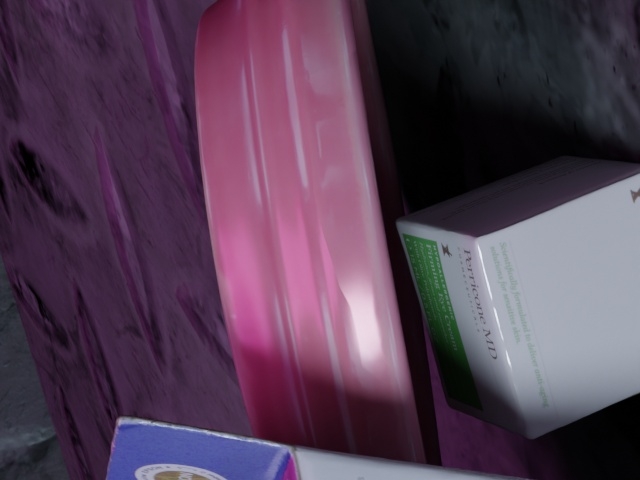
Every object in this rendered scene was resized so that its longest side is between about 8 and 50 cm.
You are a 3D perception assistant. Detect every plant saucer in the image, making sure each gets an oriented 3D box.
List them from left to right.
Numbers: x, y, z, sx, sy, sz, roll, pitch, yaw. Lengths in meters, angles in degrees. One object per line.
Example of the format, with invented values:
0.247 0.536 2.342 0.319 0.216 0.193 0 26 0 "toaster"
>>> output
0.000 0.000 0.989 0.332 0.084 0.332 -10 -90 -86 "plant saucer"

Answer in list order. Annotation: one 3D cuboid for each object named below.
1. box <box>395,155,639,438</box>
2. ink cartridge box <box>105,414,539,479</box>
0.106 0.024 0.898 0.087 0.102 0.101 14 122 65 "box"
0.051 0.189 0.923 0.324 0.330 0.071 109 168 -64 "ink cartridge box"
